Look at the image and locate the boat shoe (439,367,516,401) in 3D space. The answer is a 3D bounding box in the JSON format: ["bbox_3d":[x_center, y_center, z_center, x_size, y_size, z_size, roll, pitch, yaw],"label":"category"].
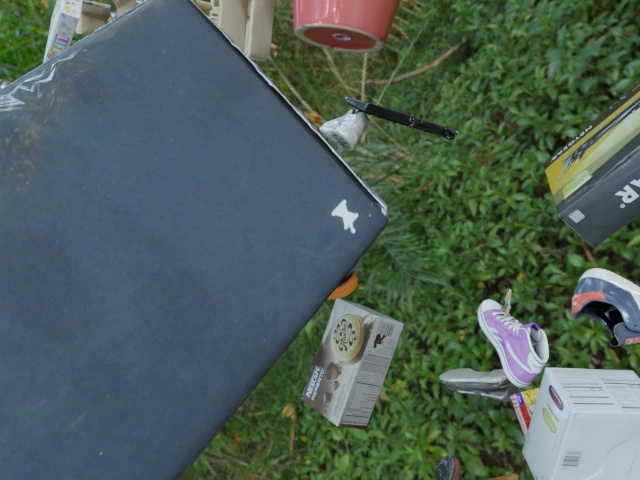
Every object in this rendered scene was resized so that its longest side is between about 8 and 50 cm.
[{"bbox_3d":[0.545,0.512,1.810,0.335,0.112,0.096,-25,85,61],"label":"boat shoe"}]

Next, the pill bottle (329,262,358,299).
[{"bbox_3d":[0.000,0.000,1.038,0.130,0.130,0.246,-85,-24,-60],"label":"pill bottle"}]

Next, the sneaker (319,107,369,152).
[{"bbox_3d":[0.076,-0.305,1.395,0.115,0.090,0.232,-46,22,-2],"label":"sneaker"}]

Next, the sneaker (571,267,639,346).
[{"bbox_3d":[0.752,0.199,1.175,0.148,0.349,0.131,-49,-37,-24],"label":"sneaker"}]

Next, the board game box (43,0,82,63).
[{"bbox_3d":[-0.397,-0.347,0.800,0.154,0.026,0.104,-23,61,51],"label":"board game box"}]

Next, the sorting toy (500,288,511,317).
[{"bbox_3d":[0.517,0.183,1.438,0.083,0.012,0.062,88,-164,-49],"label":"sorting toy"}]

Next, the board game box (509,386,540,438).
[{"bbox_3d":[0.635,0.467,1.391,0.045,0.193,0.147,82,174,-66],"label":"board game box"}]

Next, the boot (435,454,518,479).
[{"bbox_3d":[0.528,0.811,1.702,0.096,0.280,0.265,-118,27,-73],"label":"boot"}]

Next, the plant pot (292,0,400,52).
[{"bbox_3d":[0.058,-0.536,1.059,0.275,0.274,0.244,-134,52,-79],"label":"plant pot"}]

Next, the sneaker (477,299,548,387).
[{"bbox_3d":[0.554,0.250,1.453,0.282,0.102,0.161,-109,25,-43],"label":"sneaker"}]

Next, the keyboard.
[{"bbox_3d":[0.228,-0.306,1.324,0.201,0.316,0.033,37,116,51],"label":"keyboard"}]

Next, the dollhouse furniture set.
[{"bbox_3d":[-0.286,-0.544,1.106,0.394,0.361,0.257,-14,-63,-50],"label":"dollhouse furniture set"}]

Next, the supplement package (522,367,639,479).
[{"bbox_3d":[0.594,0.432,1.140,0.145,0.203,0.262,-90,2,-66],"label":"supplement package"}]

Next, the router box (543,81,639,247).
[{"bbox_3d":[0.502,-0.159,0.790,0.309,0.081,0.243,-47,6,30],"label":"router box"}]

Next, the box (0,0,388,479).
[{"bbox_3d":[-0.259,0.088,0.550,0.480,0.297,0.471,-49,11,-27],"label":"box"}]

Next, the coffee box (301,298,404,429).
[{"bbox_3d":[0.083,0.327,1.380,0.168,0.118,0.298,19,88,51],"label":"coffee box"}]
